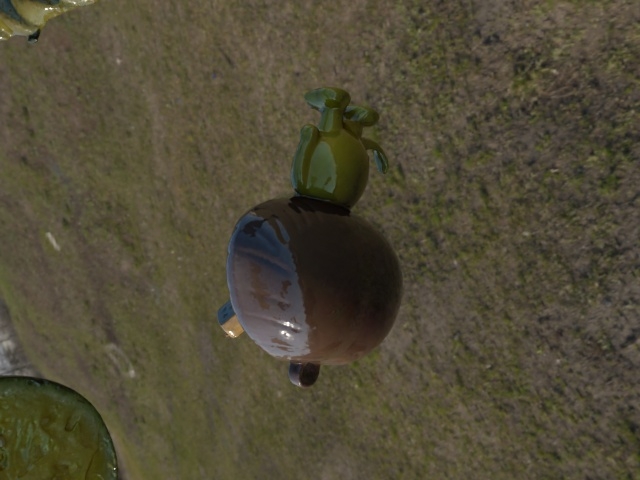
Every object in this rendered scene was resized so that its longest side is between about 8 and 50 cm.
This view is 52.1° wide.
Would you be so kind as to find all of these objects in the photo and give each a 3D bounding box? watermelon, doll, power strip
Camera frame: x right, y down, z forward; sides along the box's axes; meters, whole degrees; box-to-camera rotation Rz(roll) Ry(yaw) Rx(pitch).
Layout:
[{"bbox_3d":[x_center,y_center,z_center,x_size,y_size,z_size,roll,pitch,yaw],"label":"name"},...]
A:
[{"bbox_3d":[-0.147,0.109,0.290,0.062,0.105,0.105,-3,103,51],"label":"watermelon"},{"bbox_3d":[0.005,0.001,0.445,0.096,0.188,0.145,2,149,36],"label":"doll"},{"bbox_3d":[-0.070,0.062,0.883,0.028,0.178,0.049,47,-176,-28],"label":"power strip"}]

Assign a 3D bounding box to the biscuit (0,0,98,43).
[{"bbox_3d":[-0.209,-0.283,0.585,0.187,0.273,0.036,25,164,31],"label":"biscuit"}]
